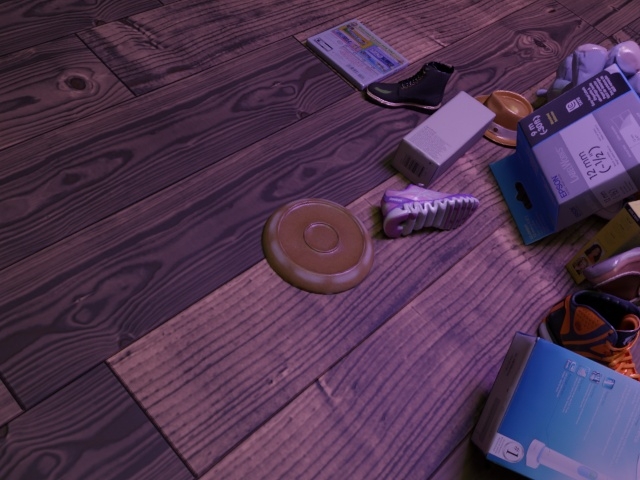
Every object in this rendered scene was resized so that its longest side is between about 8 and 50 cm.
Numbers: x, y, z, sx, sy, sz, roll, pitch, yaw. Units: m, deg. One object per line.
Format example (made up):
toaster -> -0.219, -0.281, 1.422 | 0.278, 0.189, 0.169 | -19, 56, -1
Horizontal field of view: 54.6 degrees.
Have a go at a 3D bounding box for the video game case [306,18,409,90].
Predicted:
video game case -> 0.100, -0.501, 1.661 | 0.193, 0.023, 0.212 | -34, 69, -33

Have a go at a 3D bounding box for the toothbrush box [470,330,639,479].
toothbrush box -> 0.438, 0.311, 1.037 | 0.295, 0.126, 0.216 | 23, 88, 3

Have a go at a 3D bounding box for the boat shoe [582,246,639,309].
boat shoe -> 0.645, 0.091, 1.269 | 0.324, 0.123, 0.116 | 6, 60, -44

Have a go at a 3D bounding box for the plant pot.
plant pot -> 0.000, 0.000, 1.260 | 0.236, 0.032, 0.236 | 7, 54, -10

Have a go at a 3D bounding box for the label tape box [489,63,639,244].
label tape box -> 0.549, -0.183, 1.361 | 0.115, 0.347, 0.249 | 32, 37, -47

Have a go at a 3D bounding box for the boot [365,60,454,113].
boot -> 0.222, -0.400, 1.549 | 0.198, 0.137, 0.077 | 5, 53, -12

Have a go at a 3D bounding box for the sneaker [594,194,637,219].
sneaker -> 0.719, -0.166, 1.547 | 0.118, 0.110, 0.292 | 14, 51, 6

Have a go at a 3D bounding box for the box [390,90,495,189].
box -> 0.295, -0.243, 1.483 | 0.113, 0.094, 0.275 | 41, 54, 14

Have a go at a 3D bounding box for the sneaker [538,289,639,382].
sneaker -> 0.549, 0.235, 1.150 | 0.124, 0.180, 0.321 | -19, 62, -27

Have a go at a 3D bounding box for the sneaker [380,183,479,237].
sneaker -> 0.231, -0.081, 1.351 | 0.236, 0.095, 0.104 | -8, 50, -20

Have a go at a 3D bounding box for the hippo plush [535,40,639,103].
hippo plush -> 0.695, -0.364, 1.586 | 0.234, 0.294, 0.236 | 18, 19, 0

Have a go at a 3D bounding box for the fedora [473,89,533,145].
fedora -> 0.486, -0.333, 1.612 | 0.194, 0.079, 0.194 | 8, 53, -10

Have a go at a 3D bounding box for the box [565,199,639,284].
box -> 0.621, 0.005, 1.305 | 0.087, 0.232, 0.058 | -12, 59, -22

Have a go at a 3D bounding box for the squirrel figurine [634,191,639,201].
squirrel figurine -> 0.911, -0.127, 1.356 | 0.281, 0.370, 0.397 | -9, 87, -52
